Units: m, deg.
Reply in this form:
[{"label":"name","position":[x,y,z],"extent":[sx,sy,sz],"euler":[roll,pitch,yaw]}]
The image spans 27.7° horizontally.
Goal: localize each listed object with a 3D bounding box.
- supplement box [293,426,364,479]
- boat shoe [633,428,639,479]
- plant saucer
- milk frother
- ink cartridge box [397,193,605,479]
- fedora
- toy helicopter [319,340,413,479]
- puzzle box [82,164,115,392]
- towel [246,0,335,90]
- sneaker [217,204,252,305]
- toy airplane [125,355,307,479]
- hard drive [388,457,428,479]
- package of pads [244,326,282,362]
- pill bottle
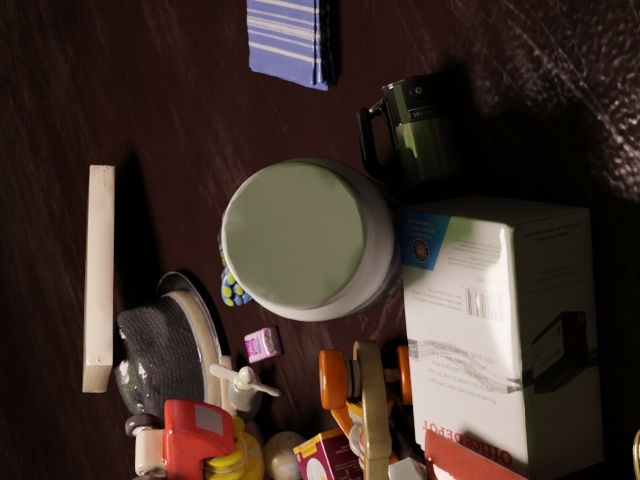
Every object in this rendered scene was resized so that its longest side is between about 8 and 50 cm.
[{"label":"supplement box","position":[0.039,0.388,1.999],"extent":[0.104,0.081,0.188],"euler":[-42,63,57]},{"label":"boat shoe","position":[0.386,0.278,1.375],"extent":[0.060,0.064,0.178],"euler":[-21,87,55]},{"label":"plant saucer","position":[0.240,0.356,1.509],"extent":[0.259,0.048,0.258],"euler":[22,150,49]},{"label":"milk frother","position":[0.117,-0.135,1.695],"extent":[0.143,0.129,0.134],"euler":[-3,-98,-76]},{"label":"ink cartridge box","position":[0.213,0.110,1.550],"extent":[0.223,0.129,0.307],"euler":[11,110,58]},{"label":"fedora","position":[-0.301,0.232,2.477],"extent":[0.334,0.153,0.334],"euler":[27,122,54]},{"label":"toy helicopter","position":[0.074,0.320,1.849],"extent":[0.235,0.140,0.355],"euler":[108,158,-77]},{"label":"puzzle box","position":[-0.447,0.082,2.619],"extent":[0.272,0.052,0.408],"euler":[123,147,-70]},{"label":"towel","position":[-0.047,-0.404,1.948],"extent":[0.243,0.040,0.336],"euler":[25,119,58]},{"label":"sneaker","position":[-0.141,0.024,2.232],"extent":[0.078,0.067,0.188],"euler":[-115,23,-67]},{"label":"toy airplane","position":[-0.134,0.405,2.180],"extent":[0.384,0.272,0.386],"euler":[-42,-66,-80]},{"label":"hard drive","position":[0.166,0.385,1.627],"extent":[0.307,0.040,0.203],"euler":[47,-160,-69]},{"label":"package of pads","position":[-0.098,0.178,2.223],"extent":[0.083,0.032,0.050],"euler":[-26,74,60]},{"label":"pill bottle","position":[0.000,0.000,1.646],"extent":[0.361,0.204,0.204],"euler":[15,-119,-80]}]
